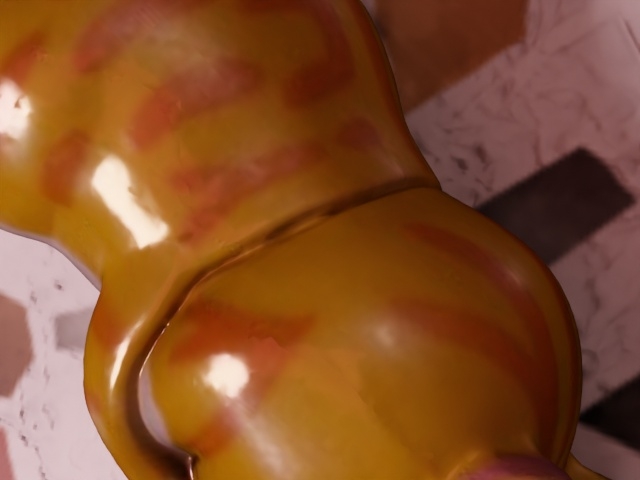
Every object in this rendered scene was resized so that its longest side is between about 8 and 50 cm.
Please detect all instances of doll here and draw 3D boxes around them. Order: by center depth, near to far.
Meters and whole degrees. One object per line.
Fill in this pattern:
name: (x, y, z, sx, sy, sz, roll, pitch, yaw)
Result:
doll: (-0.018, 0.001, 0.690, 0.162, 0.166, 0.270, -35, 75, 19)
